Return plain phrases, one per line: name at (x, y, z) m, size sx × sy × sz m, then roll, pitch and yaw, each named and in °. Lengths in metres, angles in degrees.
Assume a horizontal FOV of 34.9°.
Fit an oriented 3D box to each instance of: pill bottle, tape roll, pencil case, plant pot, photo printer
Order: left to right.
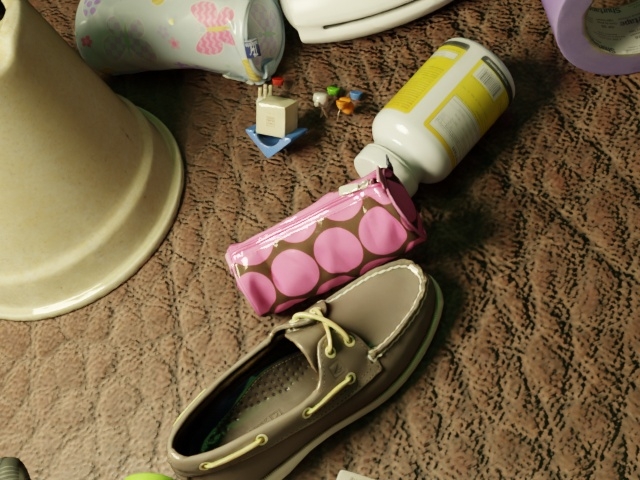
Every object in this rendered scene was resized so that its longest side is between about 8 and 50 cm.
plant pot at (-0.367, -0.126, 1.163) m, size 0.334 × 0.305 × 0.333 m, roll -9°, pitch 54°, yaw 13°
pencil case at (-0.181, -0.270, 1.317) m, size 0.273 × 0.124 × 0.113 m, roll 8°, pitch 41°, yaw 22°
pencil case at (0.000, 0.000, 1.055) m, size 0.209 × 0.098 × 0.095 m, roll -29°, pitch 54°, yaw 17°
photo printer at (0.057, -0.394, 1.323) m, size 0.256 × 0.107 × 0.307 m, roll -17°, pitch 53°, yaw 7°
pill bottle at (0.123, -0.129, 1.124) m, size 0.103 × 0.103 × 0.184 m, roll 32°, pitch 72°, yaw 33°
tape roll at (0.336, -0.273, 1.095) m, size 0.189 × 0.189 × 0.080 m, roll -16°, pitch 54°, yaw 8°

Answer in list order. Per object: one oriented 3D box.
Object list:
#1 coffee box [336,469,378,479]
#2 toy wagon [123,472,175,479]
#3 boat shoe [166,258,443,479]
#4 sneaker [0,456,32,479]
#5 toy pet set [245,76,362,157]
coffee box at (0.045, 0.335, 0.837) m, size 0.141 × 0.098 × 0.246 m, roll 11°, pitch 61°, yaw 25°
toy wagon at (-0.262, 0.360, 0.945) m, size 0.345 × 0.068 × 0.267 m, roll -10°, pitch 54°, yaw 12°
boat shoe at (-0.011, 0.127, 0.999) m, size 0.324 × 0.096 × 0.116 m, roll -40°, pitch 53°, yaw -10°
sneaker at (-0.232, 0.288, 0.897) m, size 0.106 × 0.078 × 0.234 m, roll -24°, pitch 56°, yaw 0°
toy pet set at (-0.027, -0.145, 1.228) m, size 0.122 × 0.065 × 0.114 m, roll 14°, pitch 28°, yaw 23°
